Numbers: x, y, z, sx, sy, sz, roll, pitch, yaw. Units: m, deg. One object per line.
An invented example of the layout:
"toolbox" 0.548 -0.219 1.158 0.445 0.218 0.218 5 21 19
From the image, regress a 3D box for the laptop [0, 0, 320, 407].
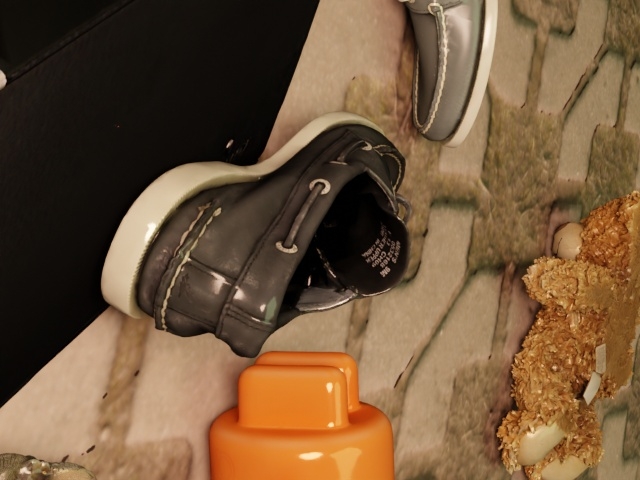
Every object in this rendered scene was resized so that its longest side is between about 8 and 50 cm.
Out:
"laptop" -0.156 -0.148 0.556 0.408 0.236 0.382 57 44 -16

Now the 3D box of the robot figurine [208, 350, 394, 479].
"robot figurine" -0.010 0.187 0.774 0.128 0.158 0.220 -4 96 -27

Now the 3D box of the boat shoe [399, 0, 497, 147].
"boat shoe" 0.088 -0.238 0.951 0.099 0.116 0.320 0 103 -14

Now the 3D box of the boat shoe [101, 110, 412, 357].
"boat shoe" 0.001 -0.004 0.736 0.340 0.113 0.127 -17 133 -66

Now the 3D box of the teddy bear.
"teddy bear" 0.270 0.105 1.232 0.245 0.113 0.338 13 89 -49

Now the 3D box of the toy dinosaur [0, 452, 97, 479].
"toy dinosaur" -0.218 0.191 0.527 0.268 0.064 0.118 -22 109 -47
